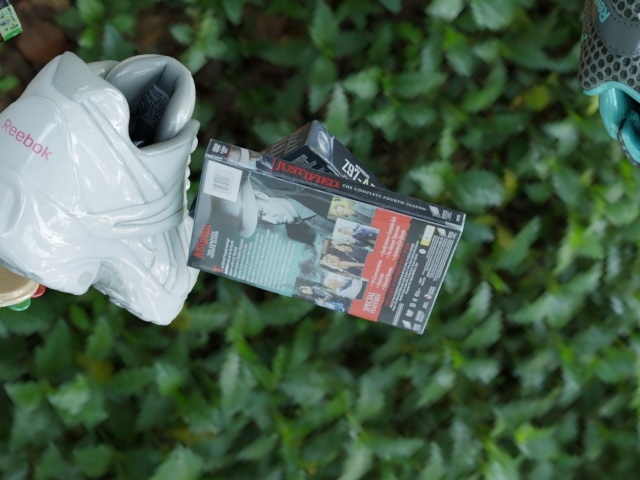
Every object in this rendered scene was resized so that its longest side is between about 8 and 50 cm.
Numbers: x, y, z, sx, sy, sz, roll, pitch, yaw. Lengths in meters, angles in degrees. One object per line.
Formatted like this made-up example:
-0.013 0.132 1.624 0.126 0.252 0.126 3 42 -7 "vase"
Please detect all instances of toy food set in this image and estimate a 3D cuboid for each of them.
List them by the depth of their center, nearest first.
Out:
-0.257 0.032 1.260 0.082 0.083 0.020 -11 124 -33 "toy food set"

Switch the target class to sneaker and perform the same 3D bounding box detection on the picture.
0.115 -0.056 0.521 0.166 0.065 0.076 27 79 -60 "sneaker"
-0.089 -0.029 0.775 0.115 0.090 0.232 -54 169 2 "sneaker"

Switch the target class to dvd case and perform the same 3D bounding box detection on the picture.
0.000 0.000 0.752 0.119 0.013 0.087 15 142 0 "dvd case"

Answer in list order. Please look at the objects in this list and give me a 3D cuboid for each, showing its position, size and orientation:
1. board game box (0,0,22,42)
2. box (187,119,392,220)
-0.194 -0.104 0.580 0.136 0.030 0.260 -25 166 -6 "board game box"
-0.011 -0.014 0.769 0.083 0.018 0.067 -29 120 38 "box"
